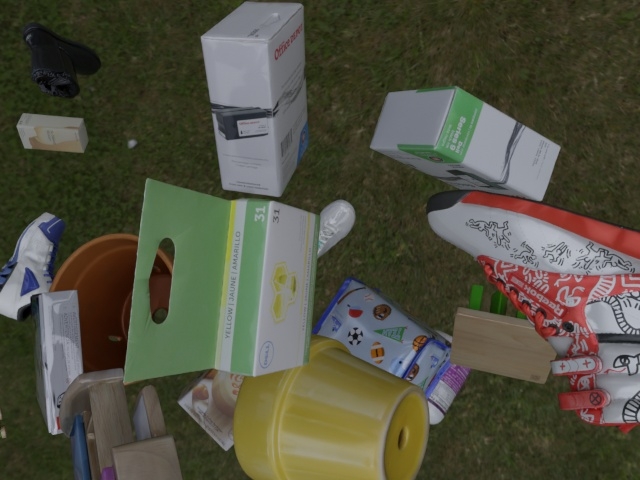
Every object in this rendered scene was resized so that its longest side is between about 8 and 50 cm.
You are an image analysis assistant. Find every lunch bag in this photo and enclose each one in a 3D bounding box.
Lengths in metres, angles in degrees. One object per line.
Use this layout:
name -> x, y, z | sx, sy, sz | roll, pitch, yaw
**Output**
lunch bag -> 0.117, 0.348, 1.566 | 0.328, 0.239, 0.385 | 38, 97, 40

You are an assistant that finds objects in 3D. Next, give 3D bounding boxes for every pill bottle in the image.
pill bottle -> 0.318, 0.431, 1.719 | 0.169, 0.169, 0.301 | 37, 74, -2

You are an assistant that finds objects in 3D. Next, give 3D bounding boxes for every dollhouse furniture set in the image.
dollhouse furniture set -> -0.309, 0.227, 0.495 | 0.286, 0.303, 0.198 | -60, 44, 41

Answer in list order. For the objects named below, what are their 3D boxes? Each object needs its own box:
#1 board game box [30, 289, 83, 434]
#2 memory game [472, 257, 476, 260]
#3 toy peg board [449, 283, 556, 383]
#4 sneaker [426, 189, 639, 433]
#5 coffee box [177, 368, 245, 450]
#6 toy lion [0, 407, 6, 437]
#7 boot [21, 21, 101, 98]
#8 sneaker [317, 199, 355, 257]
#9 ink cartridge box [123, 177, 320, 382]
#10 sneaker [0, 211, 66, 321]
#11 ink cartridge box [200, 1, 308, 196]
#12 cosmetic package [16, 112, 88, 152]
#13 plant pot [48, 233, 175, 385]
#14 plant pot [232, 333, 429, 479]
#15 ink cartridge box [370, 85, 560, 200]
board game box -> -0.422, 0.178, 0.923 | 0.305, 0.053, 0.193 | -10, 85, 61
memory game -> 0.417, -0.035, 1.442 | 0.012, 0.186, 0.186 | 20, 116, 7
toy peg board -> 0.307, 0.151, 0.968 | 0.161, 0.079, 0.161 | 10, 142, 16
sneaker -> 0.188, 0.056, 0.458 | 0.270, 0.090, 0.145 | 18, 86, 30
coffee box -> -0.146, 0.275, 1.175 | 0.246, 0.098, 0.141 | -44, 94, -4
toy lion -> -0.625, 0.316, 1.109 | 0.034, 0.096, 0.100 | -8, 134, -26
boot -> -0.712, -0.476, 1.635 | 0.094, 0.246, 0.207 | -33, 65, 19
sneaker -> 0.000, 0.000, 1.312 | 0.080, 0.094, 0.212 | 39, 122, -4
ink cartridge box -> -0.076, 0.043, 0.556 | 0.056, 0.235, 0.171 | 4, 86, 24
sneaker -> -0.777, 0.098, 1.617 | 0.182, 0.316, 0.127 | 27, 157, -1
ink cartridge box -> -0.145, -0.355, 1.446 | 0.166, 0.285, 0.395 | 8, 128, 12
cosmetic package -> -0.519, -0.208, 1.131 | 0.115, 0.041, 0.060 | 3, 140, -4
plant pot -> -0.372, 0.149, 1.188 | 0.290, 0.203, 0.291 | -3, 77, 13
plant pot -> 0.032, 0.288, 0.924 | 0.239, 0.254, 0.254 | 5, 115, 34
ink cartridge box -> 0.279, -0.181, 1.123 | 0.289, 0.211, 0.122 | 19, 90, -29
